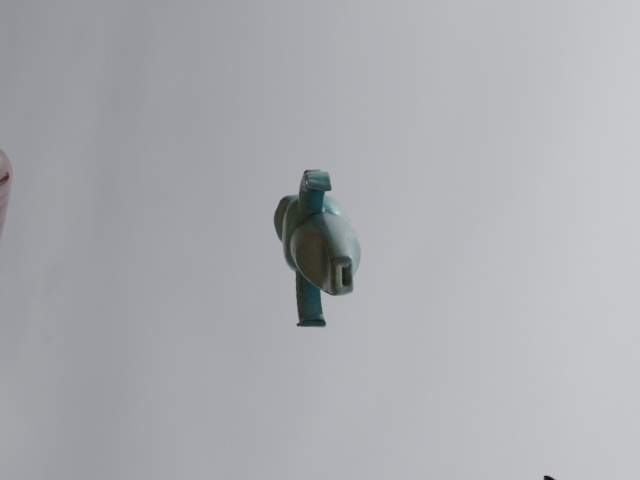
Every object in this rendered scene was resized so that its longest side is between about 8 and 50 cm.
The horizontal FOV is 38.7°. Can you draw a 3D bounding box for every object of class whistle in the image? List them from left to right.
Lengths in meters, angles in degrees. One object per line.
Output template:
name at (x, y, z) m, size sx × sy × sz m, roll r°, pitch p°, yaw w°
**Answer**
whistle at (0.000, 0.000, 1.103) m, size 0.274 × 0.093 × 0.186 m, roll -120°, pitch -149°, yaw -71°

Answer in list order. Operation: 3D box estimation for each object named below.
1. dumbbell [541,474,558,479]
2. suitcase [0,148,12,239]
dumbbell at (0.156, 0.333, 0.888) m, size 0.254 × 0.081 × 0.082 m, roll -49°, pitch -153°, yaw -15°
suitcase at (-0.423, 0.017, 0.787) m, size 0.297 × 0.161 × 0.236 m, roll -50°, pitch 173°, yaw -48°
